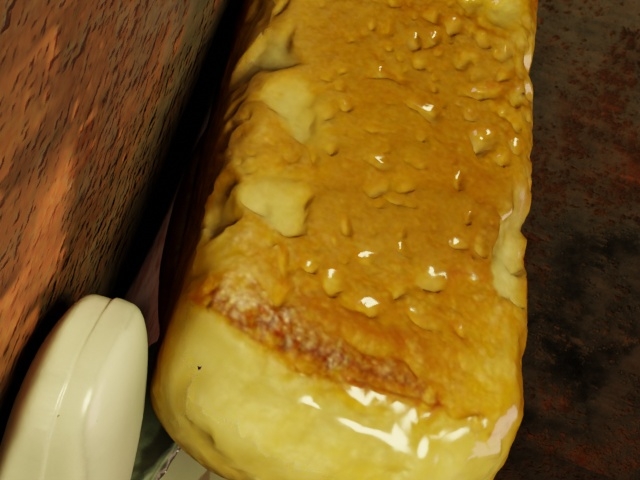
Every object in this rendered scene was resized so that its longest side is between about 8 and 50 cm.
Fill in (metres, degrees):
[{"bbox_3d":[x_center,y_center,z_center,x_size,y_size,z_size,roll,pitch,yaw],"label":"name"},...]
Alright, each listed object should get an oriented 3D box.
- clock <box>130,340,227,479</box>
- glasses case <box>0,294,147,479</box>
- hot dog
[{"bbox_3d":[-0.104,0.220,0.781,0.325,0.067,0.325,17,90,-70],"label":"clock"},{"bbox_3d":[-0.127,0.128,0.539,0.092,0.059,0.233,-70,180,-54],"label":"glasses case"},{"bbox_3d":[0.009,-0.011,0.666,0.223,0.185,0.405,121,-17,-53],"label":"hot dog"}]
